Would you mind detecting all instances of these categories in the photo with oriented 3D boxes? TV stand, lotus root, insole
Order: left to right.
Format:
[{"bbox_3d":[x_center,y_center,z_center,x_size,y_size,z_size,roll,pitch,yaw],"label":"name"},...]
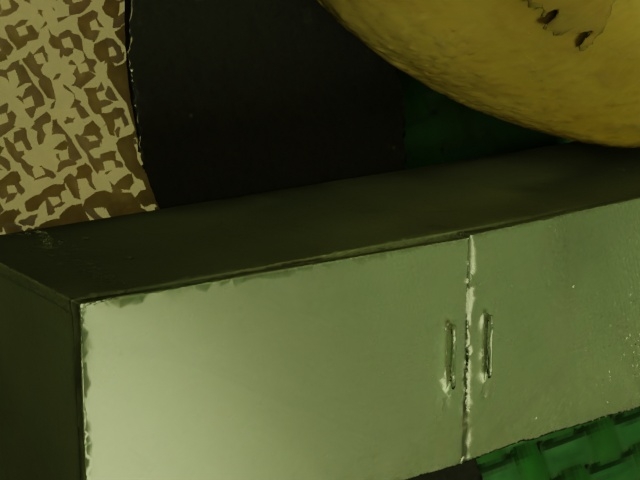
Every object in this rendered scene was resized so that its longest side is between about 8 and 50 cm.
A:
[{"bbox_3d":[0.000,0.000,0.599,0.110,0.012,0.309,-33,118,-26],"label":"insole"},{"bbox_3d":[0.024,0.025,0.560,0.270,0.088,0.082,-11,107,-32],"label":"TV stand"},{"bbox_3d":[0.082,-0.110,0.560,0.303,0.131,0.146,12,97,-47],"label":"lotus root"}]

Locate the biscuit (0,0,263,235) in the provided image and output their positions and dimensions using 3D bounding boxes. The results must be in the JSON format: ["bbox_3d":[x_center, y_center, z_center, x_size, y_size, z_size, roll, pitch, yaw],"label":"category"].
[{"bbox_3d":[-0.058,-0.158,0.607,0.144,0.078,0.426,13,92,-8],"label":"biscuit"}]
